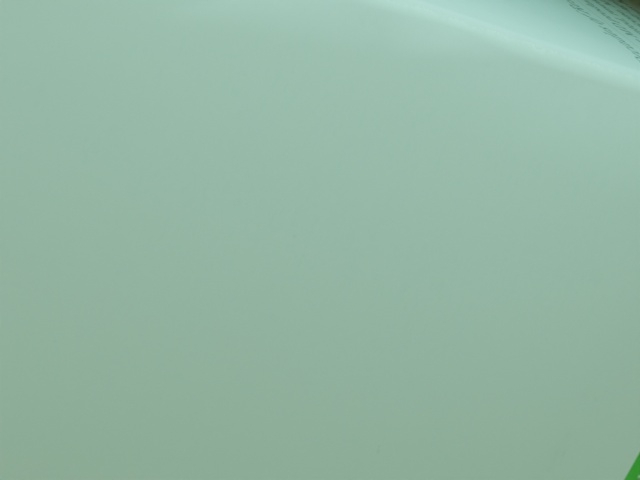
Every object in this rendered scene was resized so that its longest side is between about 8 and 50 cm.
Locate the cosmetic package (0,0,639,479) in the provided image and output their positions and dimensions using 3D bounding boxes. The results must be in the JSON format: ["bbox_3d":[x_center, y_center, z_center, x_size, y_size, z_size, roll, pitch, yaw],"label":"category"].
[{"bbox_3d":[0.000,0.000,0.457,0.365,0.155,0.197,11,114,-30],"label":"cosmetic package"}]
